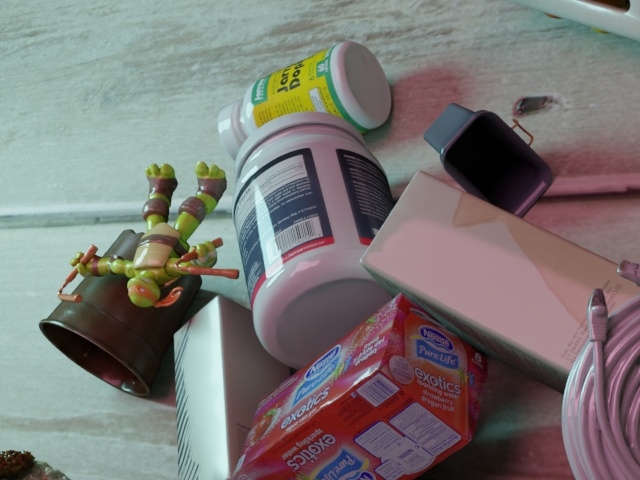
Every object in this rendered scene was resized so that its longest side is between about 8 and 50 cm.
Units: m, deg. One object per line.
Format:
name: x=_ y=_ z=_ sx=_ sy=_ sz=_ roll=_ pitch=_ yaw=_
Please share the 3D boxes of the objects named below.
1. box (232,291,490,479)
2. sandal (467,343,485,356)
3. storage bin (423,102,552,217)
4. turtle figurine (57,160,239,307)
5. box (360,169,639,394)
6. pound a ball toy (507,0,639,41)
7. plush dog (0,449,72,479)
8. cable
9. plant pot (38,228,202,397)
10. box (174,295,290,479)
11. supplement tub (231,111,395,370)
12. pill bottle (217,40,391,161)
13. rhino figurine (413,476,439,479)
box: x=0.040 y=0.186 z=1.742 sx=0.257 sy=0.128 sz=0.123 roll=-41 pitch=18 yaw=38
sandal: x=0.144 y=0.117 z=1.847 sx=0.097 sy=0.054 sz=0.255 roll=23 pitch=87 yaw=56
storage bin: x=0.186 y=-0.101 z=1.907 sx=0.098 sy=0.135 sz=0.091 roll=-49 pitch=31 yaw=2
turtle figurine: x=-0.181 y=0.005 z=2.043 sx=0.269 sy=0.087 sz=0.217 roll=-9 pitch=46 yaw=33
box: x=0.209 y=0.060 z=1.692 sx=0.311 sy=0.148 sz=0.121 roll=28 pitch=81 yaw=31
pound a ball toy: x=0.281 y=-0.294 z=1.929 sx=0.208 sy=0.136 sz=0.319 roll=-26 pitch=32 yaw=-28
plush dog: x=-0.310 y=0.345 z=1.982 sx=0.210 sy=0.262 sz=0.225 roll=-29 pitch=44 yaw=-27
cable: x=0.342 y=0.164 z=1.496 sx=0.257 sy=0.089 sz=0.257 roll=13 pitch=83 yaw=2
plant pot: x=-0.245 y=0.086 z=2.139 sx=0.167 sy=0.167 sz=0.165 roll=11 pitch=62 yaw=46
box: x=-0.098 y=0.205 z=1.924 sx=0.094 sy=0.113 sz=0.275 roll=-41 pitch=35 yaw=29
supplement tub: x=0.000 y=0.000 z=1.944 sx=0.191 sy=0.191 sz=0.272 roll=-33 pitch=42 yaw=19
pill bottle: x=-0.024 y=-0.167 z=2.149 sx=0.208 sy=0.117 sz=0.118 roll=-20 pitch=49 yaw=31
rhino figurine: x=0.132 y=0.294 z=1.678 sx=0.243 sy=0.073 sz=0.106 roll=1 pitch=59 yaw=55
